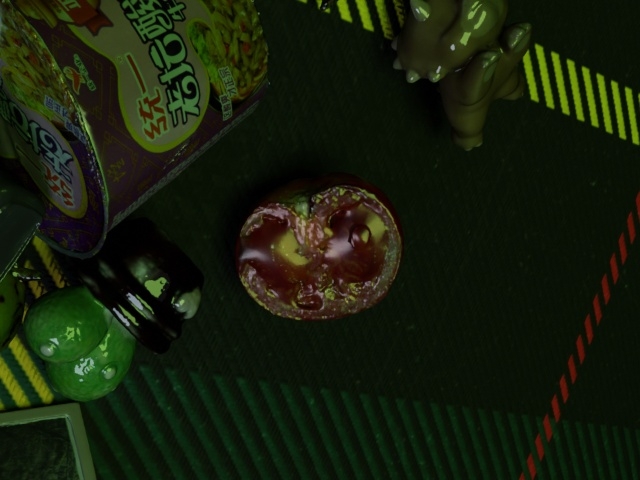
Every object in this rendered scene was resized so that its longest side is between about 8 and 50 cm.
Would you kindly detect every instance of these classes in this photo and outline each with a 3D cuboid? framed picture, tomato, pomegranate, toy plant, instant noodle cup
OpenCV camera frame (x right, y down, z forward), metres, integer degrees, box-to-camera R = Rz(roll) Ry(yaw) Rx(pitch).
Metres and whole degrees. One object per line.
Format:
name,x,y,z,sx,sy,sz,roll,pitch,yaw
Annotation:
framed picture,-0.374,0.366,1.310,0.241,0.324,0.020,-1,154,-35
tomato,0.000,0.000,1.497,0.233,0.139,0.200,-11,113,5
pomegranate,-0.429,0.094,1.217,0.156,0.156,0.220,30,106,-40
toy plant,-0.262,0.090,1.321,0.235,0.175,0.218,-43,159,-8
instant noodle cup,-0.229,-0.190,1.144,0.266,0.340,0.339,-35,126,-30

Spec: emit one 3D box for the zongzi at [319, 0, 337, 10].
zongzi,0.027,-0.423,1.380,0.184,0.084,0.187,-40,121,-4

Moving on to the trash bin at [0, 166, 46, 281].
trash bin,-0.446,-0.056,1.076,0.209,0.290,0.182,-54,172,-6

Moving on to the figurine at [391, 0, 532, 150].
figurine,0.192,-0.271,1.514,0.177,0.173,0.247,-50,161,-3
